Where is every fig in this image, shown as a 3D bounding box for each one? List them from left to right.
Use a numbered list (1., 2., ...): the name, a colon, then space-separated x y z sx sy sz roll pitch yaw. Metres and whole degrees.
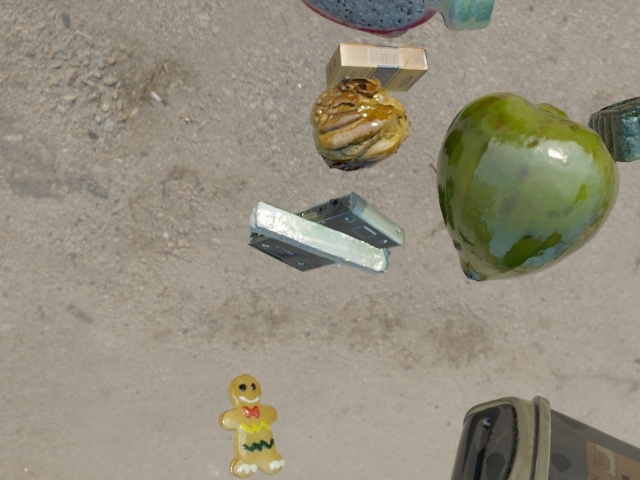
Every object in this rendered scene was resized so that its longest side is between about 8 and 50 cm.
1. fig: 0.220 -0.048 0.638 0.203 0.203 0.225 13 114 -24

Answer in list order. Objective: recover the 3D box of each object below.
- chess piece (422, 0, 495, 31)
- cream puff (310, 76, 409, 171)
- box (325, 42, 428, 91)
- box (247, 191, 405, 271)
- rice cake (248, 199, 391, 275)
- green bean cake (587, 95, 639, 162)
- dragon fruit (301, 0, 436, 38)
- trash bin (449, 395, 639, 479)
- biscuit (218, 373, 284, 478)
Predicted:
1. chess piece: 0.060 -0.312 0.610 0.271 0.139 0.139 7 129 10
2. cream puff: 0.041 -0.146 0.669 0.119 0.133 0.104 -39 131 -12
3. box: 0.146 -0.456 1.452 0.237 0.152 0.070 0 83 -14
4. box: 0.007 -0.006 1.104 0.270 0.045 0.211 -16 149 33
5. rice cake: 0.000 0.000 0.782 0.211 0.043 0.034 21 164 -7
6. green bean cake: 0.580 -0.207 0.966 0.181 0.173 0.094 -15 100 12
7. dragon fruit: 0.093 -0.472 0.785 0.305 0.226 0.305 18 162 6
8. trash bin: 0.296 0.318 0.634 0.290 0.209 0.182 20 121 14
9. biscuit: -0.162 0.434 1.295 0.158 0.240 0.035 5 152 -42
